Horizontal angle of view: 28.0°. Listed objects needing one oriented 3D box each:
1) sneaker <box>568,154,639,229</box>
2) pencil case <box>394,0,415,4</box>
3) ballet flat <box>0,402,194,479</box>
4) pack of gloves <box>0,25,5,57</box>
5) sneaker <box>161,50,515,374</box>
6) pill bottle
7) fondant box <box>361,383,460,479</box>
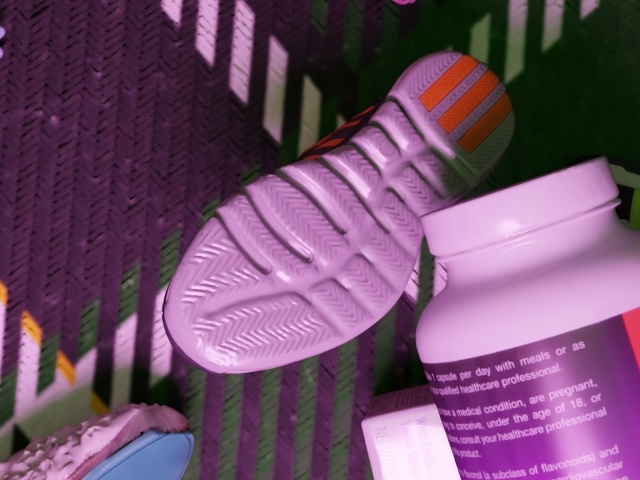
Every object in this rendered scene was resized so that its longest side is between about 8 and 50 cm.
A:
[{"bbox_3d":[0.281,0.023,1.001,0.235,0.084,0.097,34,87,-1],"label":"sneaker"},{"bbox_3d":[-0.073,-0.301,0.961,0.386,0.160,0.167,19,91,-1],"label":"pencil case"},{"bbox_3d":[-0.268,0.259,0.945,0.147,0.147,0.409,39,85,-1],"label":"ballet flat"},{"bbox_3d":[-0.361,-0.175,0.953,0.232,0.046,0.195,-13,117,-4],"label":"pack of gloves"},{"bbox_3d":[0.000,0.000,0.927,0.321,0.180,0.124,-38,91,-30],"label":"sneaker"},{"bbox_3d":[0.172,0.118,0.814,0.182,0.181,0.323,-18,91,-4],"label":"pill bottle"},{"bbox_3d":[0.217,0.204,0.952,0.330,0.096,0.238,-13,91,6],"label":"fondant box"}]
